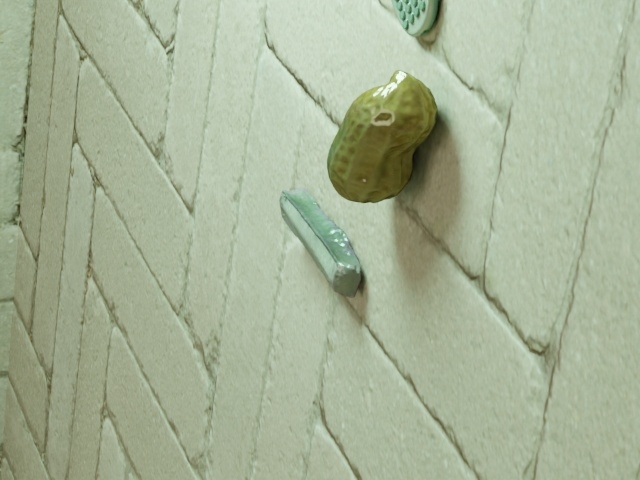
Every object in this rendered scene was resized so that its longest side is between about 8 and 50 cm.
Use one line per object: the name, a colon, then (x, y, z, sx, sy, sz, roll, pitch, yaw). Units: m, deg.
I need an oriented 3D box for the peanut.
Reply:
peanut: (0.060, -0.098, 1.972, 0.194, 0.083, 0.093, 123, 154, -58)

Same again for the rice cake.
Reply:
rice cake: (0.000, 0.000, 2.210, 0.207, 0.036, 0.047, -128, 29, -56)

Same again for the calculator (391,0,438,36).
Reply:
calculator: (0.089, -0.277, 1.969, 0.095, 0.021, 0.153, 135, 129, -62)
